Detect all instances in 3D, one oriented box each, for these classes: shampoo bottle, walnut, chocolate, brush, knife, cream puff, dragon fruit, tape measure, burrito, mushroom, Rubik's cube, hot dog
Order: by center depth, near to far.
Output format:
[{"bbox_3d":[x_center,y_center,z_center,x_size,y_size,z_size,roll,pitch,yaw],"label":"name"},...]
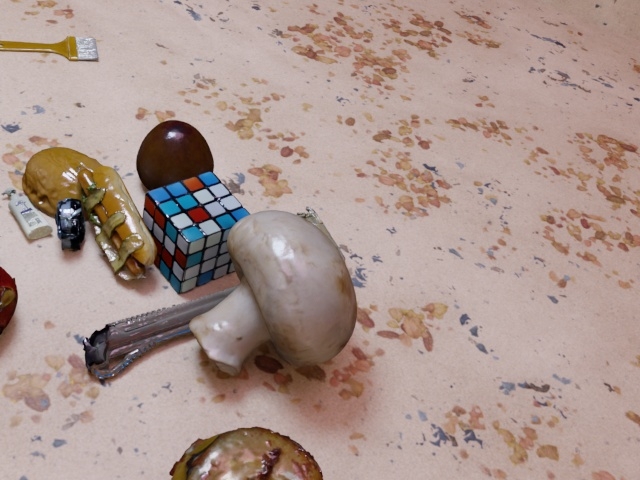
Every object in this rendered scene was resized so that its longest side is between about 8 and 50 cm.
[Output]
[{"bbox_3d":[-0.110,0.388,1.026,0.240,0.164,0.240,12,57,-18],"label":"cream puff"},{"bbox_3d":[-0.579,0.077,1.206,0.125,0.125,0.246,-1,40,-16],"label":"dragon fruit"},{"bbox_3d":[-0.091,0.102,1.249,0.290,0.297,0.297,-28,57,-11],"label":"mushroom"},{"bbox_3d":[-0.261,0.156,1.295,0.365,0.043,0.089,-18,87,-36],"label":"knife"},{"bbox_3d":[-0.397,-0.038,1.365,0.072,0.109,0.269,-11,62,-51],"label":"hot dog"},{"bbox_3d":[-0.483,-0.033,1.373,0.054,0.091,0.094,-3,65,-13],"label":"tape measure"},{"bbox_3d":[-0.244,-0.017,1.388,0.154,0.155,0.151,-25,58,-36],"label":"Rubik's cube"},{"bbox_3d":[-0.583,-0.058,1.400,0.049,0.034,0.141,-28,59,-30],"label":"shampoo bottle"},{"bbox_3d":[-0.520,-0.132,1.459,0.211,0.087,0.167,30,48,11],"label":"walnut"},{"bbox_3d":[-0.310,-0.175,1.524,0.177,0.176,0.176,10,44,-10],"label":"chocolate"},{"bbox_3d":[0.000,-0.001,1.538,0.058,0.045,0.188,-17,55,-23],"label":"burrito"},{"bbox_3d":[-0.711,-0.493,1.810,0.272,0.013,0.103,-4,47,-21],"label":"brush"}]
